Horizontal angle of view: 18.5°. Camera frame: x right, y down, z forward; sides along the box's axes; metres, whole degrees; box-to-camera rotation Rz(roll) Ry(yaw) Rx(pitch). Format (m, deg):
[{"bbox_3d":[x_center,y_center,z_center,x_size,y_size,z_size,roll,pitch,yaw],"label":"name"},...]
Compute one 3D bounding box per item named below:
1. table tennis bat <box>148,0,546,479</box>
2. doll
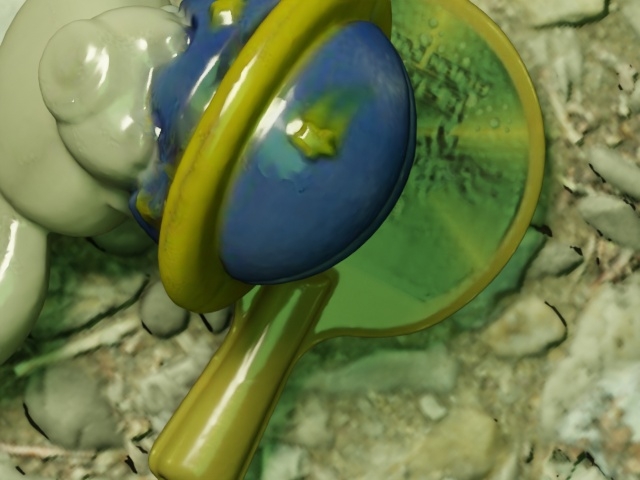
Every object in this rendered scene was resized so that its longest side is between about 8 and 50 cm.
[{"bbox_3d":[0.000,0.000,1.090,0.198,0.050,0.321,30,83,-8],"label":"table tennis bat"},{"bbox_3d":[-0.090,-0.040,0.988,0.242,0.159,0.311,32,92,8],"label":"doll"}]
